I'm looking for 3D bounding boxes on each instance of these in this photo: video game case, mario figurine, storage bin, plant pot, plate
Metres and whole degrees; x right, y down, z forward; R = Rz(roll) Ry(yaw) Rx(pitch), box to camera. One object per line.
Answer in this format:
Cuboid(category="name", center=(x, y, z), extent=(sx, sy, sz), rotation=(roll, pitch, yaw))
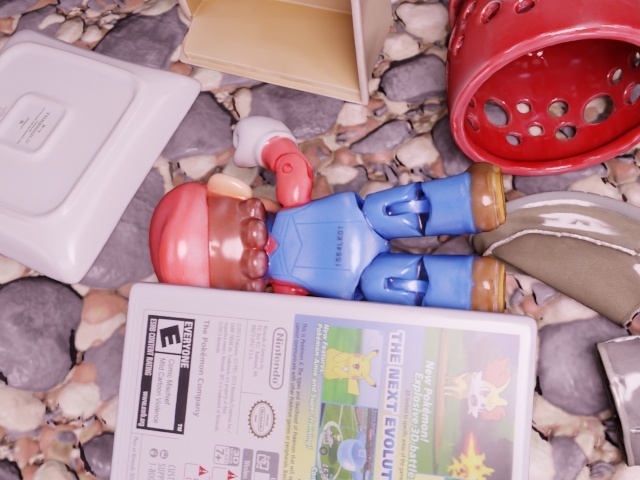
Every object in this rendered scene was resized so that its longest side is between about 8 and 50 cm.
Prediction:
Cuboid(category="video game case", center=(-0.010, 0.205, 0.447), extent=(0.299, 0.036, 0.329), rotation=(4, 86, 10))
Cuboid(category="mario figurine", center=(0.000, 0.000, 0.556), extent=(0.320, 0.170, 0.198), rotation=(1, 52, 17))
Cuboid(category="storage bin", center=(-0.063, -0.292, 0.624), extent=(0.260, 0.262, 0.123), rotation=(16, 67, 15))
Cuboid(category="plant pot", center=(0.209, -0.182, 0.574), extent=(0.191, 0.191, 0.174), rotation=(-2, 62, 7))
Cuboid(category="plate", center=(-0.317, -0.120, 0.701), extent=(0.278, 0.045, 0.277), rotation=(20, 70, 17))

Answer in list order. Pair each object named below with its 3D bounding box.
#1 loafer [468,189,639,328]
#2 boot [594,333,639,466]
Cuboid(category="loafer", center=(0.252, 0.023, 0.523), extent=(0.251, 0.094, 0.087), rotation=(7, 62, 11))
Cuboid(category="boot", center=(0.336, 0.140, 0.465), extent=(0.208, 0.076, 0.190), rotation=(-19, 81, 6))
